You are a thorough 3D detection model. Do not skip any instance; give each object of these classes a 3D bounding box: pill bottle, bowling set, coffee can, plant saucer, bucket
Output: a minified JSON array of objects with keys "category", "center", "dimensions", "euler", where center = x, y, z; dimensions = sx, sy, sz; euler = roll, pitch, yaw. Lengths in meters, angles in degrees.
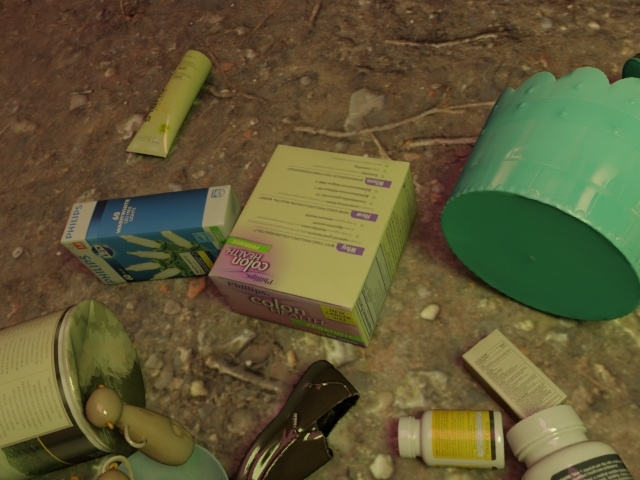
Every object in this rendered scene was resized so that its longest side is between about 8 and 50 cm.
[{"category":"pill bottle","center":[0.268,0.265,0.619],"dimensions":[0.108,0.108,0.180],"euler":[-22,53,1]},{"category":"bowling set","center":[-0.219,0.318,0.628],"dimensions":[0.200,0.154,0.287],"euler":[-43,39,0]},{"category":"coffee can","center":[-0.400,0.212,0.795],"dimensions":[0.275,0.201,0.201],"euler":[-18,53,4]},{"category":"plant saucer","center":[-0.189,0.343,0.741],"dimensions":[0.195,0.037,0.194],"euler":[-9,55,13]},{"category":"pill bottle","center":[0.150,0.228,0.706],"dimensions":[0.116,0.065,0.065],"euler":[-3,55,14]},{"category":"bucket","center":[0.292,-0.044,0.734],"dimensions":[0.281,0.281,0.183],"euler":[24,67,29]}]

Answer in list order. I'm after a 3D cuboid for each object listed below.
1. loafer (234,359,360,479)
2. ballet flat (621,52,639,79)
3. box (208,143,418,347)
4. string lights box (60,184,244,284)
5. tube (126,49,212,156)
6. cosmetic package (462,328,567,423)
[{"category":"loafer","center":[-0.025,0.247,0.736],"dimensions":[0.078,0.080,0.220],"euler":[20,64,28]},{"category":"ballet flat","center":[0.521,-0.151,0.854],"dimensions":[0.096,0.095,0.280],"euler":[-11,63,-3]},{"category":"box","center":[0.000,0.000,0.879],"dimensions":[0.214,0.117,0.243],"euler":[11,59,23]},{"category":"string lights box","center":[-0.241,-0.005,0.942],"dimensions":[0.260,0.133,0.076],"euler":[-6,55,13]},{"category":"tube","center":[-0.285,-0.262,1.186],"dimensions":[0.070,0.062,0.240],"euler":[-19,44,57]},{"category":"cosmetic package","center":[0.232,0.170,0.738],"dimensions":[0.060,0.041,0.115],"euler":[-35,53,-8]}]
